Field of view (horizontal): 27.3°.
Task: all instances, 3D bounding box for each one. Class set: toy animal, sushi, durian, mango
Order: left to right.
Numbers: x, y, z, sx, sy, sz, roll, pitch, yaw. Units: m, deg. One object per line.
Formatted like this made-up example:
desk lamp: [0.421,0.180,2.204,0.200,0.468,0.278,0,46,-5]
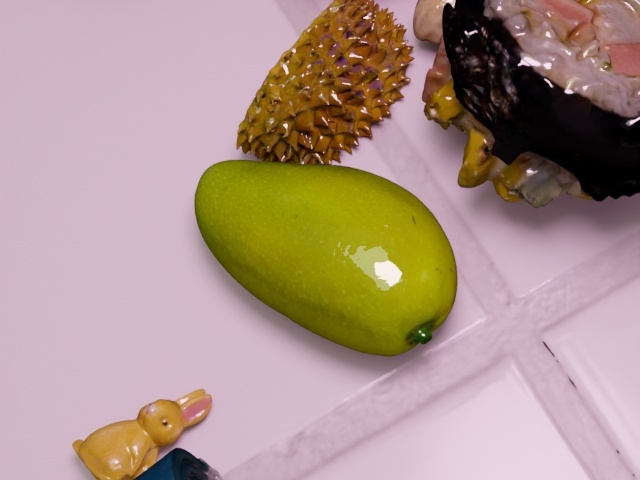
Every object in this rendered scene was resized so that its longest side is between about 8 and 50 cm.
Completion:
toy animal: [-0.196,0.213,1.493,0.159,0.070,0.083,-37,65,-12]
mango: [0.000,0.000,1.496,0.343,0.156,0.192,28,74,20]
durian: [0.004,-0.200,1.584,0.153,0.186,0.261,27,88,25]
sushi: [0.284,-0.162,1.448,0.327,0.285,0.329,-14,59,-28]

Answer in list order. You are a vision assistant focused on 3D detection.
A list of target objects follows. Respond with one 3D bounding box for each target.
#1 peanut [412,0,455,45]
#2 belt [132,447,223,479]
peanut: [0.218,-0.308,1.606,0.236,0.120,0.110,-25,105,-7]
belt: [-0.104,0.354,1.225,0.173,0.436,0.300,-34,93,-7]
